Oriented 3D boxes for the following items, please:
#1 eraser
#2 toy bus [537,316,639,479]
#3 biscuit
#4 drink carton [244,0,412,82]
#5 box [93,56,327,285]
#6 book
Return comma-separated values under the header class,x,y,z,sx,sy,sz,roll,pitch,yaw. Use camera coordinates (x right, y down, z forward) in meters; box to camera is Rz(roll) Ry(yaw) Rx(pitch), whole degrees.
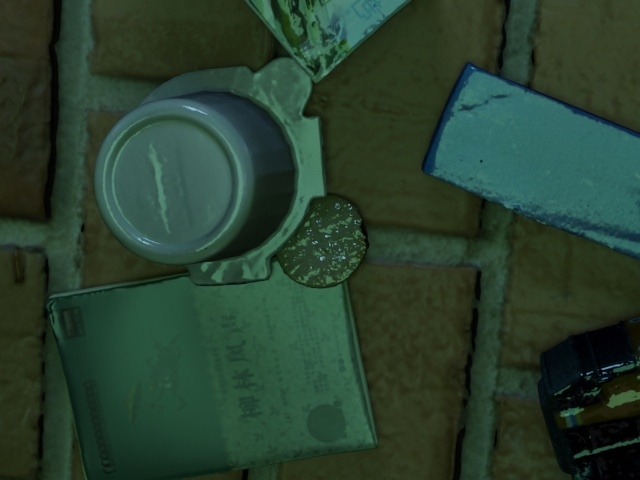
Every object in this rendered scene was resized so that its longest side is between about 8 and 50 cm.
class,x,y,z,sx,sy,sz,roll,pitch,yaw
eraser,0.287,-0.089,1.579,0.311,0.042,0.144,22,103,-1
toy bus,0.386,0.263,1.589,0.194,0.162,0.323,-17,102,10
biscuit,0.000,0.000,1.614,0.120,0.015,0.120,-1,81,8
drink carton,-0.038,-0.364,1.500,0.194,0.132,0.324,-40,98,10
box,-0.123,-0.084,1.514,0.262,0.206,0.291,44,101,2
book,-0.135,0.163,1.668,0.379,0.031,0.264,-11,97,6
